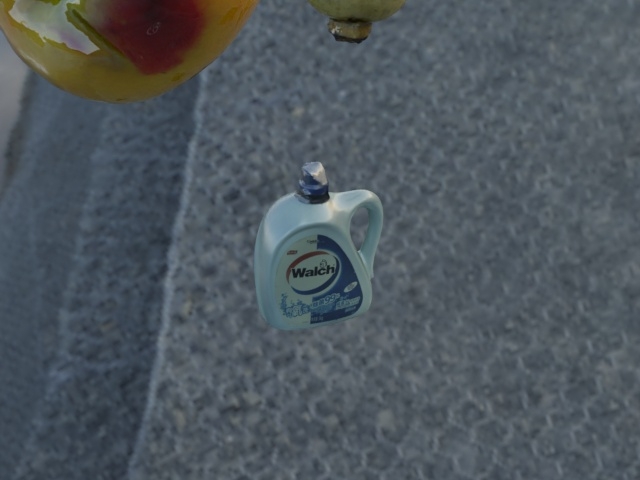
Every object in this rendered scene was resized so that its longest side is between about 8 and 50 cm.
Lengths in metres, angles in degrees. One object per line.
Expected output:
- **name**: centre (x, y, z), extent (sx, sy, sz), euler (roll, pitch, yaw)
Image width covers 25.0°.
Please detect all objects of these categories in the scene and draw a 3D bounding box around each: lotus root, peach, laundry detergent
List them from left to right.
- **peach**: centre (-0.085, -0.134, 0.647), extent (0.138, 0.138, 0.138), euler (-17, 32, 11)
- **laundry detergent**: centre (0.000, 0.000, 2.322), extent (0.215, 0.280, 0.105), euler (-8, 33, -21)
- **lotus root**: centre (0.048, -0.384, 1.807), extent (0.160, 0.284, 0.146), euler (11, 28, 10)
